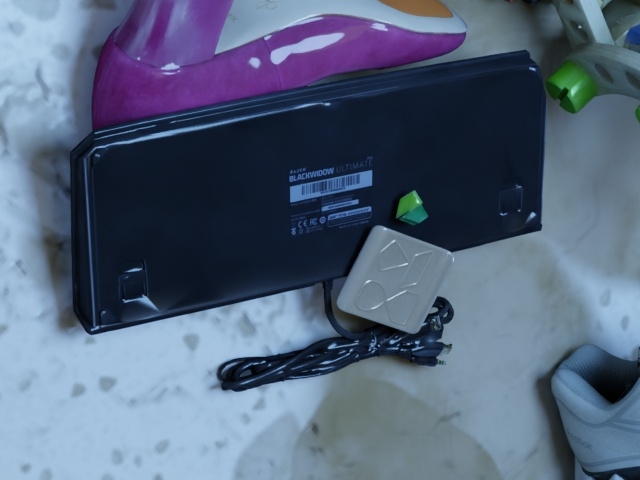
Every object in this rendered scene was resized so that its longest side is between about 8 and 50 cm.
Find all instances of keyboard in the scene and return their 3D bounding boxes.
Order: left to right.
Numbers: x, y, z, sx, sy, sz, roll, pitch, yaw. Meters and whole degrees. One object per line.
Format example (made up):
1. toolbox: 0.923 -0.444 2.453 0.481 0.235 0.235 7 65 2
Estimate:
1. keyboard: 0.000 0.000 1.168 0.317 0.033 0.201 -12 115 -26

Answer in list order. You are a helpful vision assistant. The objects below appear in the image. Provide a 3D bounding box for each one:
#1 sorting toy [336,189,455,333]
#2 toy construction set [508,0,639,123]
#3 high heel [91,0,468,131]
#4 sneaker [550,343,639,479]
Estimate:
1. sorting toy: 0.050 0.012 1.176 0.062 0.012 0.083 21 101 -31
2. toy construction set: 0.184 -0.183 1.145 0.151 0.215 0.328 -31 133 -19
3. high heel: -0.021 -0.102 1.151 0.244 0.082 0.117 -5 131 -43
4. sneaker: 0.264 0.104 1.213 0.110 0.292 0.118 -33 103 -46
